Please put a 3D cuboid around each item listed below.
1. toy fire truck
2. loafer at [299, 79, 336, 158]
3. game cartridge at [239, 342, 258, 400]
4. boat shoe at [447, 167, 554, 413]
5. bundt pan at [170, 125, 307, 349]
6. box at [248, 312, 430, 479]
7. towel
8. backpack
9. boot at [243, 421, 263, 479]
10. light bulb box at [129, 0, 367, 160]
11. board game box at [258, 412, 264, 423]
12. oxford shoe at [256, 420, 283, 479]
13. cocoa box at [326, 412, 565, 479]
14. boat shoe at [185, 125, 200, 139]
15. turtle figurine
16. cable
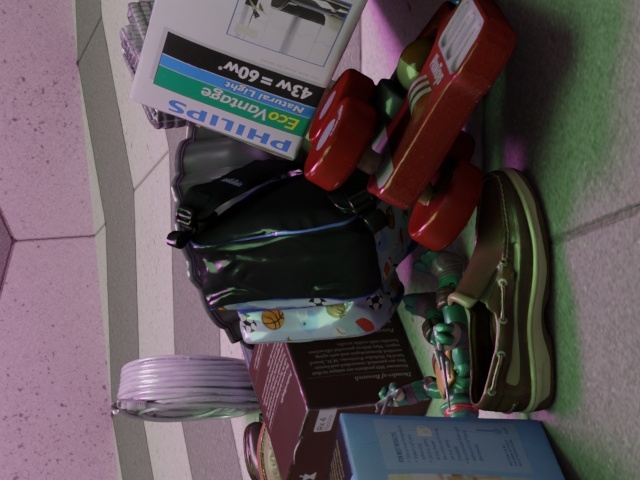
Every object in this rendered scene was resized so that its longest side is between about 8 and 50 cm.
[{"bbox_3d":[0.117,-0.154,1.495,0.254,0.169,0.302,-57,10,19],"label":"toy fire truck"},{"bbox_3d":[0.009,-0.123,1.925,0.251,0.087,0.094,-113,27,-43],"label":"loafer"},{"bbox_3d":[-0.084,0.177,2.190,0.198,0.062,0.297,-139,31,-61],"label":"game cartridge"},{"bbox_3d":[0.182,0.052,1.453,0.095,0.095,0.258,156,109,-70],"label":"boat shoe"},{"bbox_3d":[-0.074,-0.020,1.956,0.331,0.124,0.331,-14,-90,-70],"label":"bundt pan"},{"bbox_3d":[0.018,0.187,1.837,0.168,0.167,0.203,107,152,-44],"label":"box"},{"bbox_3d":[-0.184,-0.284,2.233,0.284,0.235,0.121,-119,26,-51],"label":"towel"},{"bbox_3d":[0.000,0.000,1.707,0.263,0.276,0.213,-52,-45,-55],"label":"backpack"},{"bbox_3d":[-0.049,0.375,2.208,0.106,0.082,0.219,-43,67,53],"label":"boot"},{"bbox_3d":[-0.046,-0.355,1.648,0.361,0.225,0.358,119,170,-56],"label":"light bulb box"},{"bbox_3d":[-0.077,0.399,2.363,0.126,0.026,0.186,-142,51,-64],"label":"board game box"},{"bbox_3d":[-0.017,0.279,2.029,0.130,0.123,0.348,-175,81,-68],"label":"oxford shoe"},{"bbox_3d":[0.132,0.359,1.371,0.347,0.231,0.228,-104,21,-59],"label":"cocoa box"},{"bbox_3d":[-0.173,-0.088,2.420,0.097,0.116,0.324,134,123,-61],"label":"boat shoe"},{"bbox_3d":[0.136,0.133,1.574,0.175,0.118,0.234,-54,26,40],"label":"turtle figurine"},{"bbox_3d":[-0.221,0.257,2.408,0.257,0.257,0.089,76,-170,-75],"label":"cable"}]
